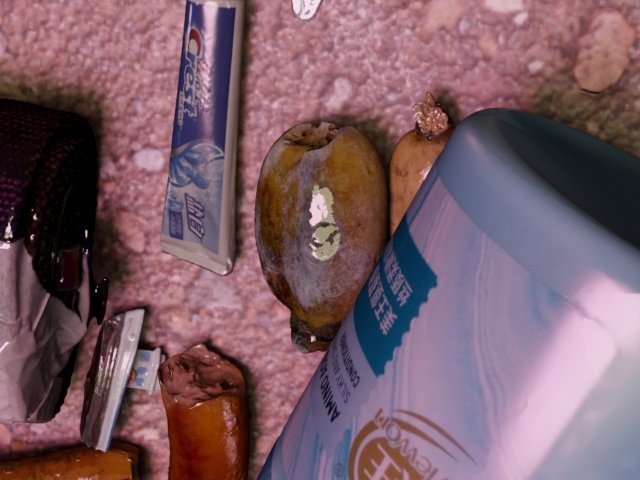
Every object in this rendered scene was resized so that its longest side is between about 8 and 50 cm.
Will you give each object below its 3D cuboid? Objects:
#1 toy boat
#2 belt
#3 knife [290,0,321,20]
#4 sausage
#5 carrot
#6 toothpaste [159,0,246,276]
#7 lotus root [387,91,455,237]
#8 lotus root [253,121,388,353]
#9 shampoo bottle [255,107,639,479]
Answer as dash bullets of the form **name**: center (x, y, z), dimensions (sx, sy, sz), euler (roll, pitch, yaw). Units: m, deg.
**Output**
- **toy boat**: center (-0.176, 0.125, 0.941), dimensions (0.066, 0.059, 0.140), euler (9, 107, -20)
- **belt**: center (-0.255, 0.026, 0.859), dimensions (0.164, 0.184, 0.289), euler (11, 116, 4)
- **knife**: center (-0.023, -0.297, 0.782), dimensions (0.063, 0.035, 0.260), euler (-12, 111, 9)
- **sausage**: center (-0.120, 0.241, 0.947), dimensions (0.102, 0.076, 0.302), euler (7, 109, -18)
- **carrot**: center (-0.295, 0.231, 0.962), dimensions (0.260, 0.070, 0.070), euler (-5, 108, -5)
- **toothpaste**: center (-0.093, -0.102, 0.853), dimensions (0.069, 0.047, 0.268), euler (6, 113, -3)
- **lotus root**: center (0.087, -0.043, 0.821), dimensions (0.072, 0.063, 0.152), euler (7, 113, 21)
- **lotus root**: center (0.000, 0.000, 0.838), dimensions (0.113, 0.088, 0.192), euler (17, 113, 40)
- **shampoo bottle**: center (0.162, 0.130, 0.717), dimensions (0.331, 0.331, 0.343), euler (29, 111, 2)
